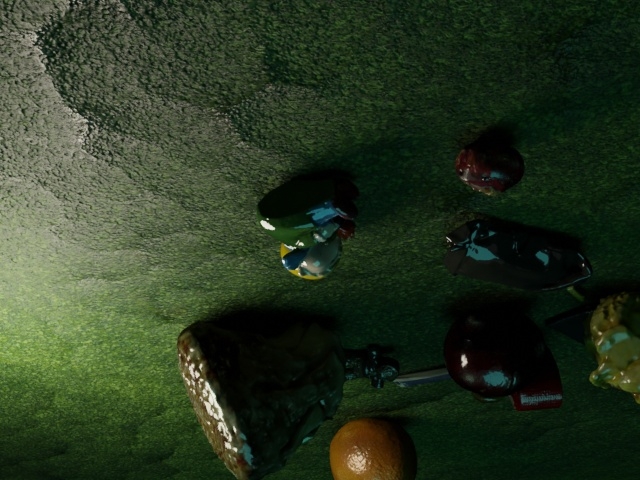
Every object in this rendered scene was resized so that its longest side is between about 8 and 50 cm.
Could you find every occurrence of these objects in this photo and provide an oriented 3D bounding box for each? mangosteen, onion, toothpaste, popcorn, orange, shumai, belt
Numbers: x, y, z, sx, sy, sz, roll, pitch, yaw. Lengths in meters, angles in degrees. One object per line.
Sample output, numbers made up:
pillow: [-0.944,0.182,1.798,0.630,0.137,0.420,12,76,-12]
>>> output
mangosteen: [0.364,0.249,1.900,0.216,0.216,0.216,-1,150,0]
onion: [0.264,-0.120,1.384,0.107,0.097,0.107,7,-167,-2]
toothpaste: [0.275,0.344,2.250,0.197,0.035,0.057,-16,142,30]
popcorn: [0.673,0.215,1.859,0.256,0.255,0.195,34,161,-7]
orange: [0.147,0.625,2.546,0.264,0.264,0.264,-1,150,0]
shumai: [-0.109,0.311,1.951,0.348,0.395,0.395,-23,153,-12]
belt: [0.475,0.314,2.058,0.124,0.201,0.128,-6,110,0]

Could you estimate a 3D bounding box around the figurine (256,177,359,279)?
figurine: [0.003,-0.012,1.546,0.185,0.127,0.234,-18,137,13]

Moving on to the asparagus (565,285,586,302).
asparagus: [0.536,0.108,1.858,0.025,0.021,0.108,-20,145,28]

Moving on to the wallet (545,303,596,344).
wallet: [0.632,0.207,2.031,0.244,0.025,0.124,23,142,-36]

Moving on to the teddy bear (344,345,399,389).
teddy bear: [0.112,0.302,2.136,0.160,0.078,0.119,0,117,11]

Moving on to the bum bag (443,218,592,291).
bum bag: [0.365,0.034,1.673,0.326,0.080,0.142,15,139,-20]
